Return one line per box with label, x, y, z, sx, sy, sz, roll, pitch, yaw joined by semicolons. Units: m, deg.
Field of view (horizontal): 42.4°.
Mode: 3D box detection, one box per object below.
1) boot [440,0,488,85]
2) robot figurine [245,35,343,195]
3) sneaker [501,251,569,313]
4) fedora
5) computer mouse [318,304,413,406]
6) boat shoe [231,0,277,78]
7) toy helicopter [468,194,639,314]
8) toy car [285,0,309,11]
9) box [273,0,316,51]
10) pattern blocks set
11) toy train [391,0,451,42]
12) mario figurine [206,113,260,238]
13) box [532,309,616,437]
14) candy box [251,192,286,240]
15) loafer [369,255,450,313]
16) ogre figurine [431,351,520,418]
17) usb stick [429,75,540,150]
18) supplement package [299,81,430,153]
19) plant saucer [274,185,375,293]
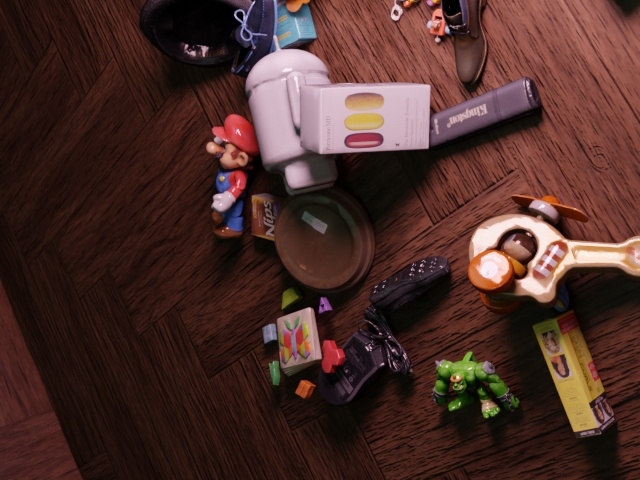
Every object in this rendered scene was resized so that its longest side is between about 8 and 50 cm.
boot;0.273;-0.416;1.632;0.082;0.106;0.219;10;107;42
robot figurine;-0.058;-0.287;1.903;0.300;0.200;0.353;140;117;-79
sneaker;0.418;0.092;1.659;0.188;0.067;0.078;33;134;36
fedora;-0.286;-0.576;2.053;0.334;0.334;0.152;-20;56;44
computer mouse;0.104;0.302;2.000;0.272;0.072;0.188;-46;63;28
boat shoe;-0.158;-0.473;1.934;0.258;0.089;0.109;106;156;-46
toy helicopter;0.457;0.014;1.546;0.355;0.140;0.235;2;66;25
toy car;-0.046;-0.624;1.826;0.210;0.219;0.238;23;130;37
box;-0.091;-0.583;1.967;0.100;0.060;0.244;-15;90;44
pattern blocks set;-0.057;0.258;2.106;0.325;0.026;0.285;-46;50;45
toy train;0.207;-0.489;1.718;0.166;0.046;0.125;29;119;35
mario figurine;-0.255;-0.175;2.150;0.198;0.170;0.320;30;121;37
box;0.495;0.258;1.605;0.058;0.087;0.232;-26;81;42
candy box;-0.097;-0.051;2.109;0.187;0.053;0.109;15;111;41
loafer;0.209;0.103;1.854;0.223;0.076;0.078;-31;114;36
ogre figurine;0.320;0.311;1.782;0.197;0.097;0.118;9;125;57
usb stick;0.319;-0.253;1.671;0.278;0.045;0.077;-17;87;45
supplement package;0.090;-0.258;1.726;0.134;0.244;0.139;-148;54;-66
plant saucer;0.000;0.000;1.994;0.278;0.041;0.277;8;107;28
